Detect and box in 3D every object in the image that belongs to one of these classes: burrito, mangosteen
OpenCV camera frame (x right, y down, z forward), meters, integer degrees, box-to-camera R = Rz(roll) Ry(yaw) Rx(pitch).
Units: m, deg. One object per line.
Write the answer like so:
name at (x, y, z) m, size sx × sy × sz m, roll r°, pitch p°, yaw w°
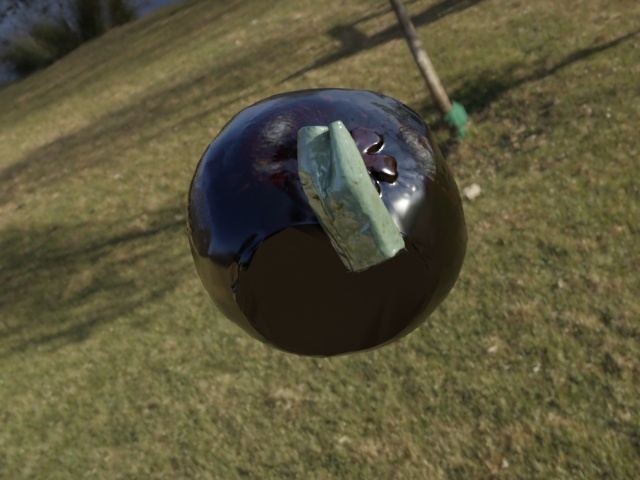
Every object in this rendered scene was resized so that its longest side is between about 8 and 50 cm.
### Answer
burrito at (0.017, -0.032, 0.650) m, size 0.044 × 0.118 × 0.074 m, roll -36°, pitch 17°, yaw -22°
mangosteen at (0.001, 0.001, 0.863) m, size 0.287 × 0.288 × 0.233 m, roll -27°, pitch 35°, yaw 9°
